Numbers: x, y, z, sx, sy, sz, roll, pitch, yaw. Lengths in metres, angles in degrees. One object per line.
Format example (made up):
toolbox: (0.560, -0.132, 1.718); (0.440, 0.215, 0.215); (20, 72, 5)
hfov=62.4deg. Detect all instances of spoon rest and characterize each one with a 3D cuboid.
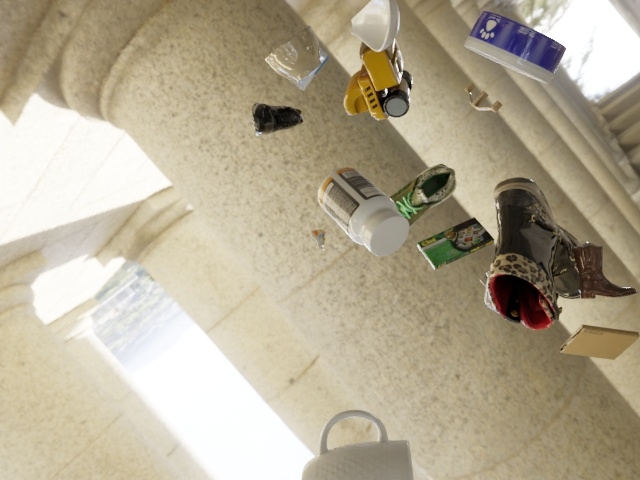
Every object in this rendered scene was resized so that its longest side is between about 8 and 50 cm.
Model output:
spoon rest: (0.135, -0.559, 1.375); (0.084, 0.137, 0.276); (-1, -164, -10)

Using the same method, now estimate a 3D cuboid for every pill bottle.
pill bottle: (0.122, -0.085, 1.520); (0.162, 0.162, 0.278); (-41, -134, 0)

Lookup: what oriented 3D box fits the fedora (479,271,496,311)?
fedora: (0.710, 0.207, 1.920); (0.243, 0.276, 0.124); (-72, 171, -75)

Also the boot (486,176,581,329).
boot: (0.489, 0.076, 1.177); (0.138, 0.377, 0.284); (-16, -144, 38)

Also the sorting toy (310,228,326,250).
sorting toy: (0.000, 0.000, 2.024); (0.045, 0.075, 0.083); (-13, 167, 16)

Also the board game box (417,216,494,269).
board game box: (0.523, 0.009, 2.053); (0.260, 0.136, 0.030); (-23, 143, -7)

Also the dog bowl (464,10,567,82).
dog bowl: (0.551, -0.549, 1.504); (0.104, 0.265, 0.265); (-66, 172, 22)

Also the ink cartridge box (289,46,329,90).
ink cartridge box: (-0.052, -0.588, 1.759); (0.139, 0.082, 0.190); (-50, -162, 14)

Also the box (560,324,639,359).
box: (0.964, 0.355, 1.834); (0.164, 0.202, 0.021); (102, -5, -48)

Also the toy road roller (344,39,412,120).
toy road roller: (0.183, -0.588, 1.910); (0.241, 0.329, 0.202); (-10, -138, 24)

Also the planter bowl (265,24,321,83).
planter bowl: (-0.064, -0.529, 1.536); (0.162, 0.109, 0.162); (-35, -164, 11)

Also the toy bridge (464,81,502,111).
toy bridge: (0.574, -0.508, 1.906); (0.063, 0.026, 0.188); (-50, -139, 18)

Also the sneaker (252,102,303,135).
sneaker: (-0.136, -0.413, 1.760); (0.124, 0.107, 0.283); (-3, -163, 14)

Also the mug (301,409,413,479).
mug: (0.113, 0.711, 1.613); (0.329, 0.373, 0.276); (-6, 165, 9)

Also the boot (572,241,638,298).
boot: (0.563, 0.056, 1.049); (0.107, 0.114, 0.037); (-6, 174, 21)

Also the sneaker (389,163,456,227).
sneaker: (0.311, -0.133, 1.836); (0.410, 0.158, 0.182); (-42, 174, -3)
